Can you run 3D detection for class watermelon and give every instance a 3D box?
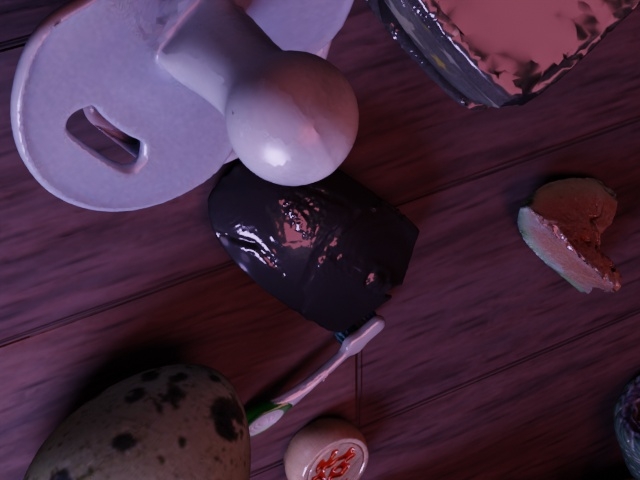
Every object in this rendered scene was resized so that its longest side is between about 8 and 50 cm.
[{"bbox_3d":[0.240,-0.014,1.401,0.155,0.080,0.101,28,92,-28],"label":"watermelon"}]

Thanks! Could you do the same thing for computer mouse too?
[{"bbox_3d":[0.000,0.000,1.228,0.122,0.073,0.217,-51,136,5],"label":"computer mouse"}]

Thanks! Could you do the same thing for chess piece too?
[{"bbox_3d":[0.006,0.207,1.403,0.083,0.038,0.084,-17,127,-25],"label":"chess piece"}]

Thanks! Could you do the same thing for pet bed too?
[{"bbox_3d":[0.147,-0.222,1.134,0.211,0.159,0.183,-45,109,-3],"label":"pet bed"}]

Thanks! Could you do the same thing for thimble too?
[{"bbox_3d":[0.390,0.201,1.618,0.135,0.118,0.090,-36,135,-11],"label":"thimble"}]

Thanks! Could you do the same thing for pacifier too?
[{"bbox_3d":[-0.053,-0.113,0.997,0.299,0.233,0.244,-48,138,4],"label":"pacifier"}]

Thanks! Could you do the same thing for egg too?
[{"bbox_3d":[-0.144,0.203,1.197,0.228,0.177,0.177,-55,136,-10],"label":"egg"}]

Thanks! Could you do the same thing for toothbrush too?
[{"bbox_3d":[-0.060,0.166,1.332,0.304,0.030,0.030,-42,135,-4],"label":"toothbrush"}]

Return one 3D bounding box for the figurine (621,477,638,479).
[{"bbox_3d":[0.318,0.353,1.643,0.287,0.186,0.176,3,79,-20],"label":"figurine"}]
